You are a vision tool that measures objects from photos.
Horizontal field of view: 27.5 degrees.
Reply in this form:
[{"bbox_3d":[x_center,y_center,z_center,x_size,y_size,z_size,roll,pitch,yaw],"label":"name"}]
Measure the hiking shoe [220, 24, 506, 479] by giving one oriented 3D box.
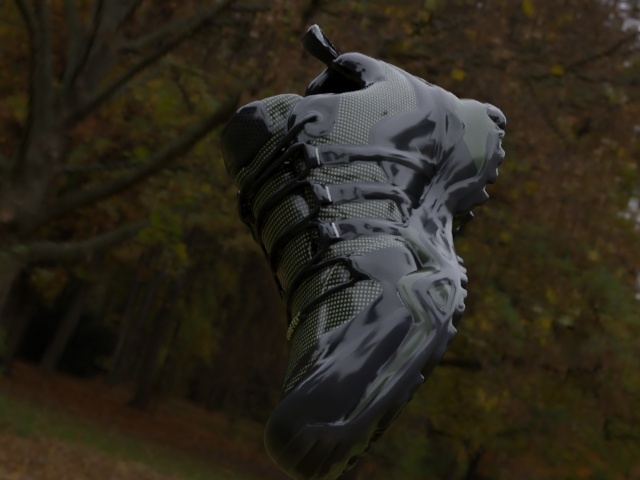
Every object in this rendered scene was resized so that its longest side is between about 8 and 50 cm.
[{"bbox_3d":[0.000,0.000,0.539,0.114,0.227,0.086,28,-49,-5],"label":"hiking shoe"}]
